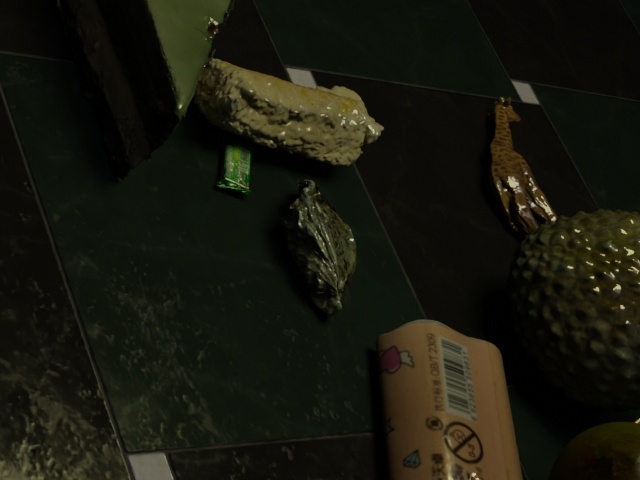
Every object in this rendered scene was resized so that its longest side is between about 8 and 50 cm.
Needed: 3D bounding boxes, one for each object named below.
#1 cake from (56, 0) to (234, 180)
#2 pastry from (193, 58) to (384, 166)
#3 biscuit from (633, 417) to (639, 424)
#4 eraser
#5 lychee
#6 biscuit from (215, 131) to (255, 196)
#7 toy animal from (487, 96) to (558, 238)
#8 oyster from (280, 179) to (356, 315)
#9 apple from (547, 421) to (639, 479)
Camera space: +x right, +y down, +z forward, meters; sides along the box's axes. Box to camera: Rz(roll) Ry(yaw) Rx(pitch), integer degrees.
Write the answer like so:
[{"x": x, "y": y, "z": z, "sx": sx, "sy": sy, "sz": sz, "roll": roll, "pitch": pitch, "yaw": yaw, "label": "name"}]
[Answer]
[{"x": -0.220, "y": -0.223, "z": 1.553, "sx": 0.172, "sy": 0.158, "sz": 0.284, "roll": 30, "pitch": 42, "yaw": -18, "label": "cake"}, {"x": -0.040, "y": -0.158, "z": 1.704, "sx": 0.258, "sy": 0.089, "sz": 0.121, "roll": 12, "pitch": 35, "yaw": -42, "label": "pastry"}, {"x": 0.384, "y": 0.261, "z": 1.707, "sx": 0.140, "sy": 0.118, "sz": 0.023, "roll": -32, "pitch": 51, "yaw": -21, "label": "biscuit"}, {"x": 0.150, "y": 0.234, "z": 1.523, "sx": 0.171, "sy": 0.087, "sz": 0.291, "roll": 21, "pitch": 42, "yaw": -25, "label": "eraser"}, {"x": 0.363, "y": 0.083, "z": 1.727, "sx": 0.274, "sy": 0.255, "sz": 0.255, "roll": 34, "pitch": 38, "yaw": -8, "label": "lychee"}, {"x": -0.100, "y": -0.087, "z": 1.644, "sx": 0.046, "sy": 0.016, "sz": 0.089, "roll": 25, "pitch": 41, "yaw": -22, "label": "biscuit"}, {"x": 0.281, "y": -0.102, "z": 1.994, "sx": 0.149, "sy": 0.054, "sz": 0.275, "roll": 8, "pitch": 49, "yaw": -42, "label": "toy animal"}, {"x": 0.000, "y": 0.000, "z": 1.626, "sx": 0.125, "sy": 0.064, "sz": 0.177, "roll": 47, "pitch": 23, "yaw": -22, "label": "oyster"}, {"x": 0.344, "y": 0.297, "z": 1.567, "sx": 0.196, "sy": 0.196, "sz": 0.157, "roll": 12, "pitch": 21, "yaw": -36, "label": "apple"}]
